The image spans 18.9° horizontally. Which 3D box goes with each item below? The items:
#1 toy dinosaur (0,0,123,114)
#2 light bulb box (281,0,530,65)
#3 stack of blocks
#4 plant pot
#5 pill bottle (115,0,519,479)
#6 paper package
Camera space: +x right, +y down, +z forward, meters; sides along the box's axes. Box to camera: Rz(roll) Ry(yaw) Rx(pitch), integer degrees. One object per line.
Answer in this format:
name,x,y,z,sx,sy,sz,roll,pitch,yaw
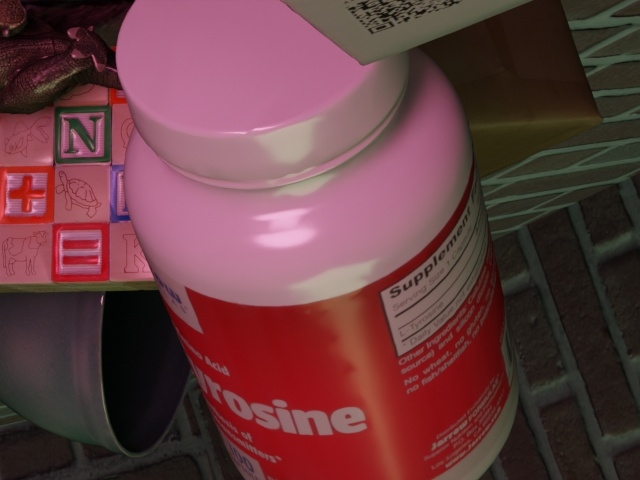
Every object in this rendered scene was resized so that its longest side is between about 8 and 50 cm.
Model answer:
toy dinosaur,-0.233,-0.120,1.306,0.314,0.121,0.160,-21,-175,-18
light bulb box,0.101,-0.253,0.704,0.358,0.225,0.361,-21,172,10
stack of blocks,-0.245,-0.048,1.421,0.297,0.171,0.087,-2,174,10
plant pot,-0.243,0.048,1.819,0.196,0.293,0.293,6,178,15
pill bottle,0.000,0.000,1.301,0.229,0.229,0.407,-19,138,-1
paper package,0.019,-0.116,1.594,0.309,0.168,0.325,-25,171,37
